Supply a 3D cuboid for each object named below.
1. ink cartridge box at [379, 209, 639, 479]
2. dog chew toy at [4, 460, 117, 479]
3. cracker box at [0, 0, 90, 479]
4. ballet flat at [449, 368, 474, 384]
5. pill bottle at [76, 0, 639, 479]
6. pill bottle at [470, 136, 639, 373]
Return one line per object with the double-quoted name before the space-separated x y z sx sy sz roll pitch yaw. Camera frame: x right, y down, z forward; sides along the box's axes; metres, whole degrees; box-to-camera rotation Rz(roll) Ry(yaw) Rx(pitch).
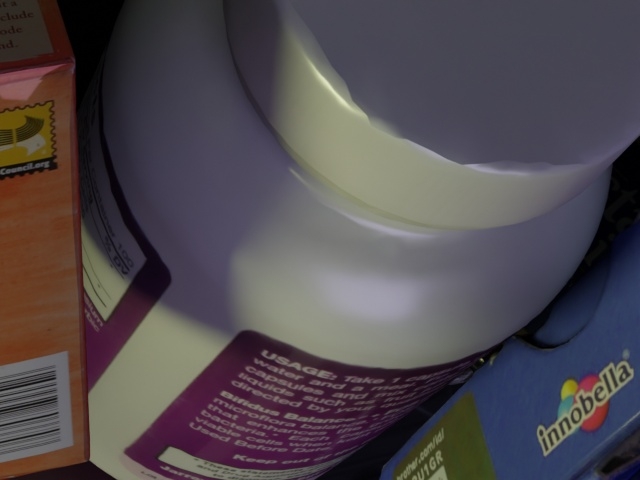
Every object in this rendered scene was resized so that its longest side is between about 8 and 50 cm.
"ink cartridge box" 0.208 0.085 0.577 0.395 0.151 0.270 10 138 -30
"dog chew toy" -0.149 0.194 0.799 0.331 0.207 0.207 -6 139 -31
"cracker box" -0.124 -0.063 0.482 0.067 0.232 0.156 -11 140 -16
"ballet flat" 0.104 0.051 0.880 0.114 0.041 0.041 -14 140 -10
"pill bottle" -0.003 -0.020 0.567 0.169 0.169 0.301 -4 161 -22
"pill bottle" 0.152 -0.015 0.743 0.219 0.123 0.123 -43 138 3
